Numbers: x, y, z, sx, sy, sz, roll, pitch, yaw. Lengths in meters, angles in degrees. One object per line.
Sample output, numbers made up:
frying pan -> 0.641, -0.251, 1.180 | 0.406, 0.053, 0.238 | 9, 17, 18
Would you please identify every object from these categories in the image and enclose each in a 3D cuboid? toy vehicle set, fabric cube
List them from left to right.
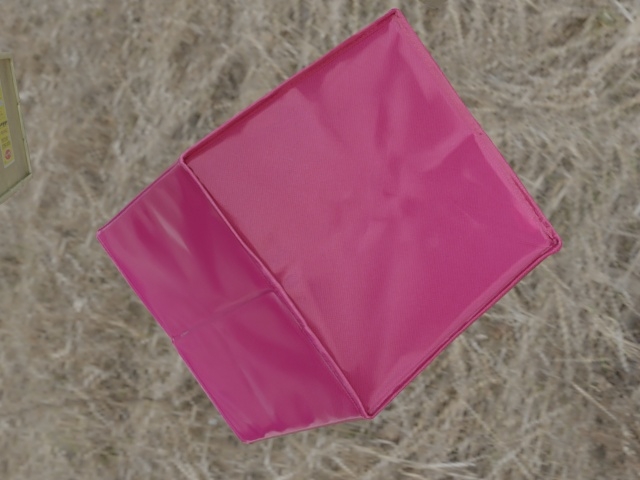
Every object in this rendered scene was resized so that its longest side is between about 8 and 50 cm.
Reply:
toy vehicle set -> -0.389, -0.136, 1.391 | 0.035, 0.267, 0.166 | -8, 100, -4
fabric cube -> 0.000, 0.000, 1.047 | 0.259, 0.254, 0.258 | 55, 151, -4

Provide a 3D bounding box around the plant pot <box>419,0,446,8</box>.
plant pot -> 0.132, -0.434, 1.326 | 0.191, 0.284, 0.284 | -32, 58, 21
